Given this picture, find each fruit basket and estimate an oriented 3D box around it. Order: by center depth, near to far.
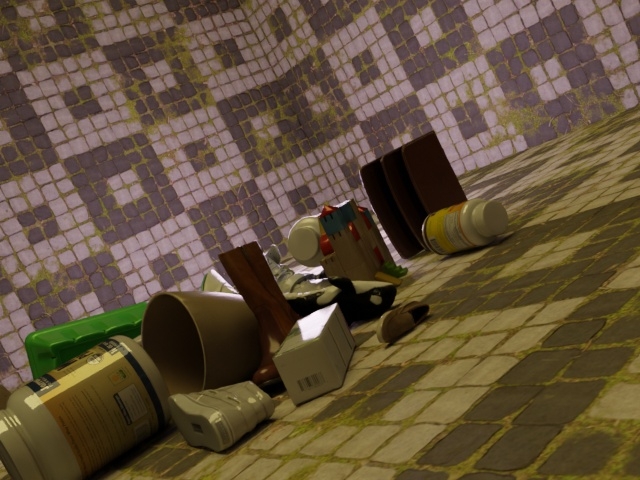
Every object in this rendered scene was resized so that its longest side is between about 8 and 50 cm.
[{"bbox_3d":[-0.623,0.352,2.032,0.391,0.283,0.392,-14,0,0],"label":"fruit basket"}]

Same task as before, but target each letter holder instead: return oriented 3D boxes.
[{"bbox_3d":[0.272,-0.120,2.038,0.214,0.302,0.152,-29,5,-20],"label":"letter holder"}]

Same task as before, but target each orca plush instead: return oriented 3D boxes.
[{"bbox_3d":[0.023,0.154,1.582,0.286,0.102,0.151,2,-32,5],"label":"orca plush"}]

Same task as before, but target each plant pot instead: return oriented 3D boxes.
[{"bbox_3d":[-0.212,0.221,1.591,0.273,0.257,0.256,-7,-10,-42],"label":"plant pot"}]

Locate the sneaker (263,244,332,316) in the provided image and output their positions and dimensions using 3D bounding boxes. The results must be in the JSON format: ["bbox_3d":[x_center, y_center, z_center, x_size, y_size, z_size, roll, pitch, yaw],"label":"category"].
[{"bbox_3d":[-0.107,0.118,2.099,0.137,0.210,0.365,-31,6,-41],"label":"sneaker"}]

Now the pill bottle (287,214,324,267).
[{"bbox_3d":[0.000,0.000,2.067,0.146,0.146,0.264,-25,-4,21],"label":"pill bottle"}]

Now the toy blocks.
[{"bbox_3d":[0.082,0.013,1.887,0.190,0.261,0.381,-25,4,20],"label":"toy blocks"}]

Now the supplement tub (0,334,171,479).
[{"bbox_3d":[-0.489,0.360,1.463,0.316,0.229,0.228,-30,5,-34],"label":"supplement tub"}]

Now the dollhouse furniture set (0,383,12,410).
[{"bbox_3d":[-0.844,0.565,1.706,0.362,0.256,0.394,-22,27,50],"label":"dollhouse furniture set"}]

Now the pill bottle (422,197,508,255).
[{"bbox_3d":[0.356,-0.035,1.766,0.117,0.117,0.215,-30,5,-31],"label":"pill bottle"}]

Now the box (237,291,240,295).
[{"bbox_3d":[-0.258,0.232,2.205,0.093,0.137,0.027,-25,-28,32],"label":"box"}]

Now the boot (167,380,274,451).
[{"bbox_3d":[-0.176,0.304,1.279,0.123,0.095,0.258,-23,10,-30],"label":"boot"}]

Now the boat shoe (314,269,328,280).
[{"bbox_3d":[0.000,0.136,2.193,0.219,0.078,0.070,-33,-1,39],"label":"boat shoe"}]

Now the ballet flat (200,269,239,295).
[{"bbox_3d":[-0.288,0.222,2.088,0.139,0.139,0.400,-25,29,17],"label":"ballet flat"}]

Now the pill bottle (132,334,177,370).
[{"bbox_3d":[-0.367,0.301,1.674,0.111,0.187,0.112,-27,5,2],"label":"pill bottle"}]

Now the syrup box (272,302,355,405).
[{"bbox_3d":[-0.005,0.200,1.312,0.093,0.096,0.237,-24,5,12],"label":"syrup box"}]

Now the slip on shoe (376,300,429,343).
[{"bbox_3d":[0.153,0.149,1.325,0.041,0.052,0.135,-7,11,42],"label":"slip on shoe"}]

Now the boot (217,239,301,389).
[{"bbox_3d":[-0.121,0.143,1.454,0.096,0.281,0.264,-25,5,27],"label":"boot"}]
